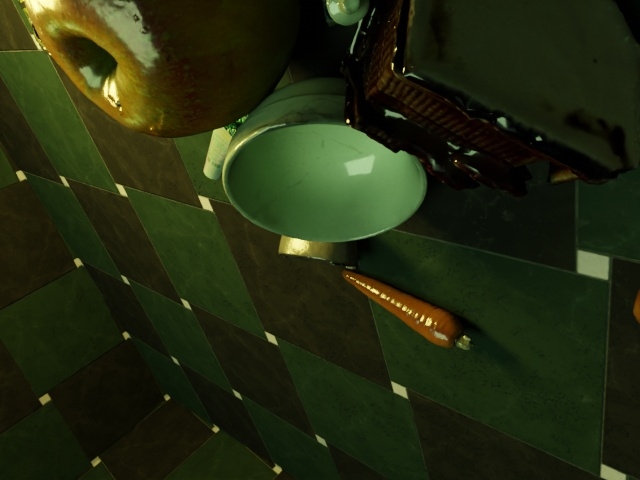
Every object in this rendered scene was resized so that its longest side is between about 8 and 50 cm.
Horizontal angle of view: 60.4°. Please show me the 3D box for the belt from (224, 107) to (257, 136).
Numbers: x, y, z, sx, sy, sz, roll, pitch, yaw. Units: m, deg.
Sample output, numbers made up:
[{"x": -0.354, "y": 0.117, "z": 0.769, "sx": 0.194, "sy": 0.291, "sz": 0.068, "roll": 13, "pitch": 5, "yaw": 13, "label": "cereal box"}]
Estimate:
[{"x": -0.136, "y": -0.246, "z": 1.070, "sx": 0.151, "sy": 0.079, "sz": 0.121, "roll": 29, "pitch": 154, "yaw": 47, "label": "belt"}]

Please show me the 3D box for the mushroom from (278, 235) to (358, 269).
[{"x": 0.000, "y": 0.000, "z": 1.127, "sx": 0.188, "sy": 0.141, "sz": 0.117, "roll": 12, "pitch": 99, "yaw": 41, "label": "mushroom"}]

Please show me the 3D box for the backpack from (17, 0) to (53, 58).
[{"x": -0.587, "y": -0.498, "z": 1.272, "sx": 0.253, "sy": 0.140, "sz": 0.207, "roll": 24, "pitch": 138, "yaw": 26, "label": "backpack"}]

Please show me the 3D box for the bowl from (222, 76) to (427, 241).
[{"x": 0.009, "y": -0.133, "z": 0.865, "sx": 0.307, "sy": 0.163, "sz": 0.307, "roll": 2, "pitch": 146, "yaw": 2, "label": "bowl"}]

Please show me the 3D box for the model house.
[{"x": 0.178, "y": -0.211, "z": 0.647, "sx": 0.317, "sy": 0.297, "sz": 0.282, "roll": 24, "pitch": 170, "yaw": -4, "label": "model house"}]

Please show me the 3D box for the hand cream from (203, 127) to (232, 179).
[{"x": -0.222, "y": -0.210, "z": 1.240, "sx": 0.076, "sy": 0.047, "sz": 0.174, "roll": 43, "pitch": 138, "yaw": 10, "label": "hand cream"}]

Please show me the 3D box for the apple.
[{"x": -0.220, "y": -0.350, "z": 0.816, "sx": 0.384, "sy": 0.374, "sz": 0.374, "roll": 34, "pitch": 145, "yaw": 13, "label": "apple"}]

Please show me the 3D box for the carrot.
[{"x": 0.168, "y": 0.129, "z": 1.119, "sx": 0.336, "sy": 0.069, "sz": 0.069, "roll": 31, "pitch": 144, "yaw": 37, "label": "carrot"}]

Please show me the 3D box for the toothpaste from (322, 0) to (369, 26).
[{"x": 0.025, "y": -0.303, "z": 0.691, "sx": 0.069, "sy": 0.047, "sz": 0.268, "roll": 61, "pitch": -170, "yaw": -23, "label": "toothpaste"}]

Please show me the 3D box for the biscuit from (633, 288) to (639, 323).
[{"x": 0.471, "y": -0.054, "z": 0.418, "sx": 0.343, "sy": 0.166, "sz": 0.395, "roll": 15, "pitch": 131, "yaw": 19, "label": "biscuit"}]
